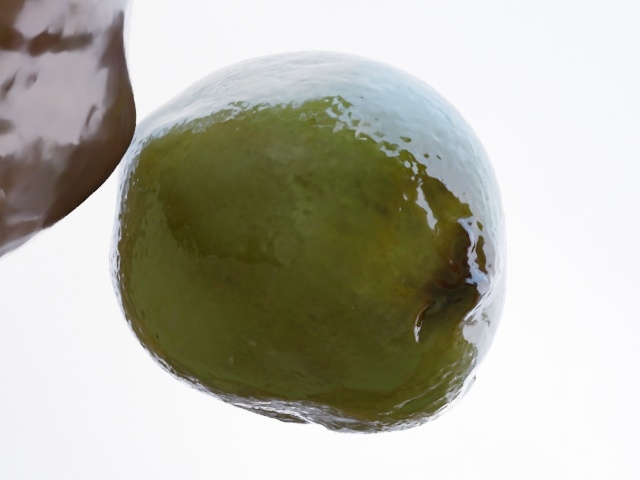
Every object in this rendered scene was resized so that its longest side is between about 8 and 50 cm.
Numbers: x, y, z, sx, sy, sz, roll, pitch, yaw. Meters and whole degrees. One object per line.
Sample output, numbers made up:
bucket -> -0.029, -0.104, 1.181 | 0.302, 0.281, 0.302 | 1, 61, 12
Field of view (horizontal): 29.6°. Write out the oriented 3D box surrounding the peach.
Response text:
peach -> -0.007, -0.002, 0.925 | 0.314, 0.281, 0.315 | 22, -8, -9

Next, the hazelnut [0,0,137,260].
hazelnut -> -0.278, -0.131, 0.669 | 0.372, 0.315, 0.372 | -2, -41, -2
